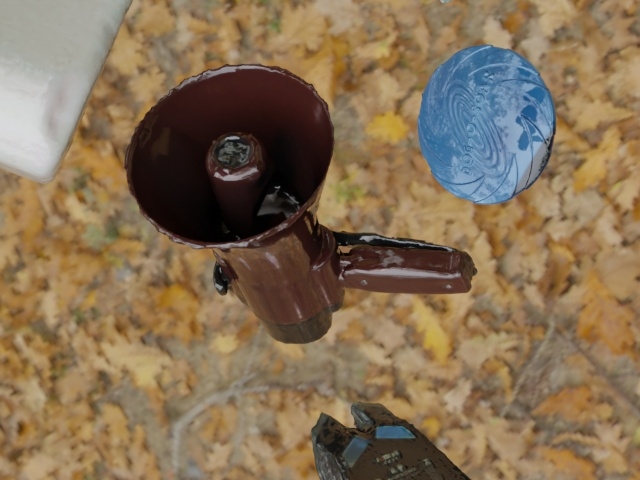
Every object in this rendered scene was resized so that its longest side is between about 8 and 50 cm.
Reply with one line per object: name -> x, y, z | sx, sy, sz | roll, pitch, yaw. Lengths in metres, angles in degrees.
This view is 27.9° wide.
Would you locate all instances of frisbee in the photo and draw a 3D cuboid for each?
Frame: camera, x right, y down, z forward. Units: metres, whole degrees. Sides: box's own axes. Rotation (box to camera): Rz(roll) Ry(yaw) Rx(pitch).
frisbee -> 0.240, -0.173, 1.937 | 0.242, 0.045, 0.242 | 7, 100, 38

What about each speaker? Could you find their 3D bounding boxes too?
speaker -> -0.008, -0.022, 1.275 | 0.259, 0.329, 0.198 | -23, 58, 7

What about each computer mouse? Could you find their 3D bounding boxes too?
computer mouse -> 0.045, 0.157, 0.795 | 0.135, 0.079, 0.047 | 51, 144, 32

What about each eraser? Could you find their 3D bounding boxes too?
eraser -> -0.233, -0.162, 0.992 | 0.150, 0.331, 0.331 | 23, 134, -15

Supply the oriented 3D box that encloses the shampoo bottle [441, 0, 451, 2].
shampoo bottle -> 0.090, -0.330, 1.478 | 0.049, 0.212, 0.072 | 15, 94, 49
